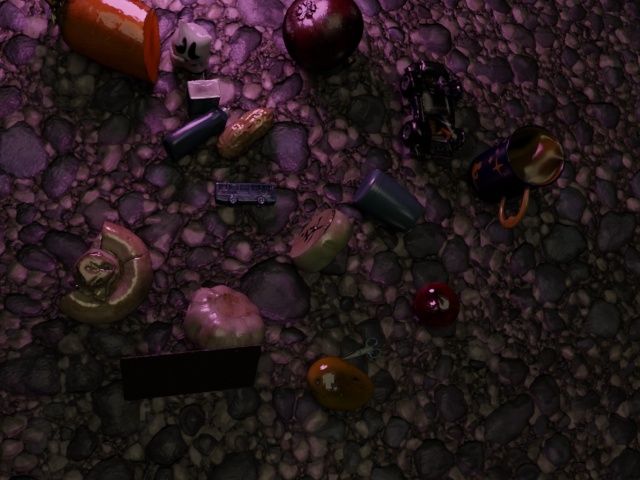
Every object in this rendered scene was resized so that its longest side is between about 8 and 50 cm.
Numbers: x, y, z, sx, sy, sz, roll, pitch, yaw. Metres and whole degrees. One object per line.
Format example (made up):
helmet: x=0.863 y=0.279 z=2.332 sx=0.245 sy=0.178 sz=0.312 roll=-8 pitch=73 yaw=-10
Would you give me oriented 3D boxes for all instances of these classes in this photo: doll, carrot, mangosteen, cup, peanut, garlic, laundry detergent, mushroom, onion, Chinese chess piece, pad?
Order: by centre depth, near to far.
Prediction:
mushroom: x=-0.507 y=0.090 z=1.641 sx=0.189 sy=0.195 sz=0.253 roll=23 pitch=78 yaw=-14
pad: x=-0.317 y=0.326 z=1.650 sx=0.331 sy=0.220 sz=0.004 roll=-3 pitch=52 yaw=-16
garlic: x=-0.261 y=0.239 z=1.713 sx=0.219 sy=0.218 sz=0.212 roll=19 pitch=116 yaw=-11
carrot: x=-0.559 y=-0.563 z=1.740 sx=0.331 sy=0.193 sz=0.214 roll=20 pitch=116 yaw=-7
Chinese chess piece: x=0.000 y=0.000 z=1.795 sx=0.083 sy=0.188 sz=0.188 roll=42 pitch=72 yaw=-17
doll: x=-0.349 y=-0.518 z=1.808 sx=0.110 sy=0.181 sz=0.106 roll=22 pitch=88 yaw=-11
laundry detergent: x=-0.325 y=-0.297 z=1.809 sx=0.206 sy=0.096 sz=0.061 roll=-38 pitch=75 yaw=-17
peanut: x=-0.207 y=-0.300 z=1.846 sx=0.083 sy=0.093 sz=0.194 roll=39 pitch=74 yaw=23
onion: x=0.326 y=0.184 z=1.886 sx=0.131 sy=0.131 sz=0.131 roll=3 pitch=79 yaw=-15
mangosteen: x=0.024 y=-0.584 z=1.913 sx=0.261 sy=0.236 sz=0.235 roll=30 pitch=68 yaw=-53
cup: x=0.533 y=-0.178 z=1.934 sx=0.178 sy=0.256 sz=0.255 roll=37 pitch=73 yaw=-6

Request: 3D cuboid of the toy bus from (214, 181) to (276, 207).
toy bus: x=-0.205 y=-0.126 z=1.837 sx=0.166 sy=0.047 sz=0.065 roll=0 pitch=76 yaw=-15

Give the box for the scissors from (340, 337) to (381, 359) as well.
scissors: x=0.111 y=0.310 z=1.860 sx=0.119 sy=0.014 sz=0.058 roll=-16 pitch=84 yaw=-21

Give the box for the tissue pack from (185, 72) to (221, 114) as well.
tissue pack: x=-0.321 y=-0.399 z=1.821 sx=0.085 sy=0.111 sz=0.079 roll=-8 pitch=81 yaw=-16

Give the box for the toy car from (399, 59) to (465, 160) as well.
toy car: x=0.325 y=-0.386 z=1.991 sx=0.193 sy=0.118 sz=0.301 roll=2 pitch=79 yaw=-23

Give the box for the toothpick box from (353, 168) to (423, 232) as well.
toothpick box: x=0.196 y=-0.106 z=1.905 sx=0.184 sy=0.120 sz=0.120 roll=35 pitch=73 yaw=-10

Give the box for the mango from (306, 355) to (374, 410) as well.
mango: x=0.057 y=0.382 z=1.790 sx=0.195 sy=0.098 sz=0.137 roll=12 pitch=73 yaw=-18
